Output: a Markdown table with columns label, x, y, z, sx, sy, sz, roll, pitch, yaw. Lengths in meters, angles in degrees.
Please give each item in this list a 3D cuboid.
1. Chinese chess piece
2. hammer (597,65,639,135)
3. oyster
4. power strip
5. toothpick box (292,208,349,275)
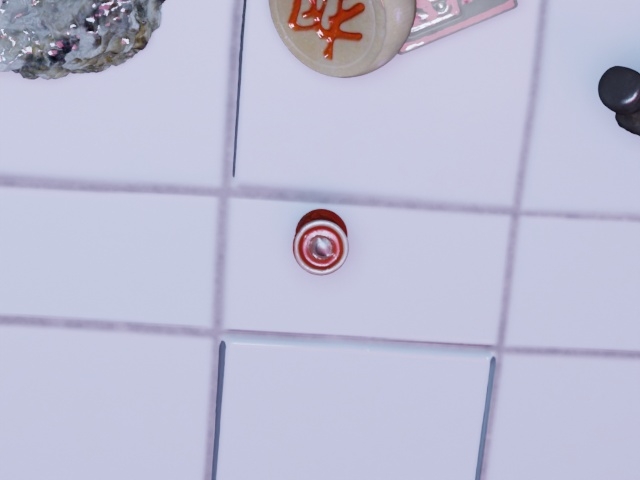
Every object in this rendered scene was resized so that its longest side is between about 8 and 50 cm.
| label | x | y | z | sx | sy | sz | roll | pitch | yaw |
| --- | --- | --- | --- | --- | --- | --- | --- | --- | --- |
| Chinese chess piece | 0.016 | -0.190 | 1.300 | 0.122 | 0.051 | 0.122 | 17 | 124 | 28 |
| hammer | 0.379 | -0.262 | 1.298 | 0.440 | 0.044 | 0.168 | -56 | 148 | 6 |
| oyster | -0.189 | -0.192 | 1.310 | 0.125 | 0.064 | 0.177 | 28 | 103 | -8 |
| power strip | 0.118 | -0.215 | 1.330 | 0.175 | 0.042 | 0.075 | -23 | 107 | 4 |
| toothpick box | 0.000 | 0.000 | 1.373 | 0.047 | 0.083 | 0.047 | 0 | 98 | 0 |
